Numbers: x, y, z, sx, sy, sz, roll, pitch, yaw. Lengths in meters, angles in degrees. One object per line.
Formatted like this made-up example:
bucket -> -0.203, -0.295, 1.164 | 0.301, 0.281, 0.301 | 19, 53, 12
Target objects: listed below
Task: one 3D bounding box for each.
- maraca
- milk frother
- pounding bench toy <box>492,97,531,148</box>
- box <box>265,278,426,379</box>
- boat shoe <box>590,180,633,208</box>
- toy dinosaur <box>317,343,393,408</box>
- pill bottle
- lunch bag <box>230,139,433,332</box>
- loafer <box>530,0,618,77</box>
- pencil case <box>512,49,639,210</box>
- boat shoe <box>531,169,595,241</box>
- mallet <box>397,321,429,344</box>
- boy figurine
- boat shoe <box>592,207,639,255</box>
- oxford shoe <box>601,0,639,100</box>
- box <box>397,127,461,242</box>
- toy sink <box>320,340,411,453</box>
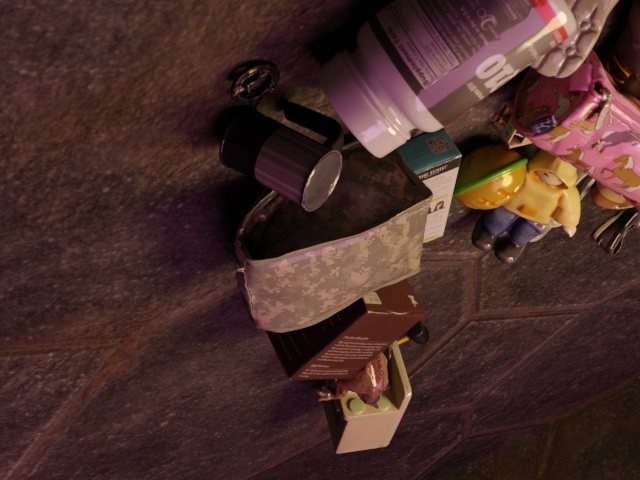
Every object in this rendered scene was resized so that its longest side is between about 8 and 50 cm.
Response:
maraca -> 0.263, -0.098, 1.672 | 0.127, 0.099, 0.185 | -21, 178, -22
milk frother -> -0.046, -0.130, 1.269 | 0.129, 0.134, 0.143 | -58, 158, -9
pounding bench toy -> 0.325, -0.191, 1.608 | 0.083, 0.052, 0.065 | -14, 150, -26
box -> 0.029, 0.113, 1.736 | 0.203, 0.167, 0.168 | -43, 149, 27
boat shoe -> 0.587, -0.126, 1.876 | 0.324, 0.123, 0.120 | -10, 150, -47
toy dinosaur -> 0.080, 0.214, 1.911 | 0.200, 0.296, 0.127 | -1, -155, 40
pill bottle -> 0.147, -0.234, 1.241 | 0.283, 0.161, 0.161 | -36, 153, 15
lunch bag -> 0.000, 0.000, 1.510 | 0.287, 0.169, 0.235 | -27, 154, -13
loafer -> 0.354, -0.358, 1.299 | 0.112, 0.111, 0.319 | 27, 116, -15
pencil case -> 0.467, -0.140, 1.542 | 0.386, 0.167, 0.160 | 29, 122, -26
boat shoe -> 0.413, -0.074, 1.851 | 0.109, 0.094, 0.302 | -20, 152, -17
mallet -> 0.148, 0.233, 2.214 | 0.189, 0.039, 0.062 | -31, 150, 14
boy figurine -> 0.365, -0.067, 1.748 | 0.092, 0.177, 0.285 | -57, 179, -33
boat shoe -> 0.673, -0.046, 2.180 | 0.075, 0.065, 0.206 | 7, 137, -49
oxford shoe -> 0.485, -0.250, 1.580 | 0.132, 0.130, 0.364 | -22, 153, 6
box -> 0.153, -0.073, 1.645 | 0.100, 0.060, 0.244 | -22, 153, -13
toy sink -> 0.086, 0.319, 2.145 | 0.131, 0.153, 0.234 | -5, 145, -16
